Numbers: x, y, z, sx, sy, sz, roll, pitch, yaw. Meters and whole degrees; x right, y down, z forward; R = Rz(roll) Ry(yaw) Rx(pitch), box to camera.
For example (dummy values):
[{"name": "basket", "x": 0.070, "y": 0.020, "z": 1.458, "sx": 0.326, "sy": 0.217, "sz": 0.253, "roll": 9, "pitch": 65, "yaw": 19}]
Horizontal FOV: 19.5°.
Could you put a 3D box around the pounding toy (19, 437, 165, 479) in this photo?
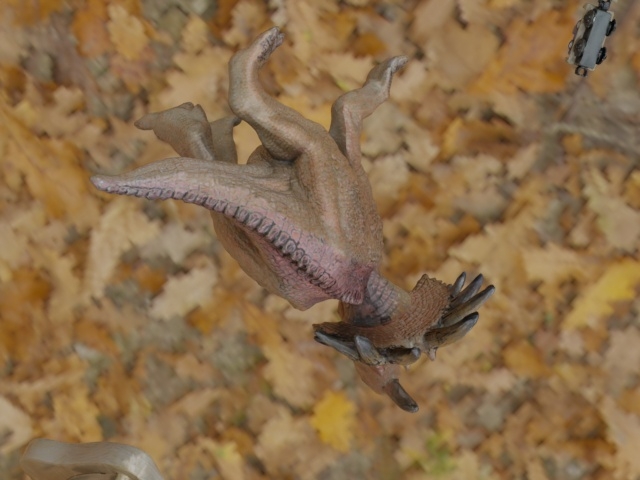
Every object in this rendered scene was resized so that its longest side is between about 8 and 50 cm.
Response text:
[{"name": "pounding toy", "x": -0.093, "y": 0.237, "z": 1.034, "sx": 0.155, "sy": 0.154, "sz": 0.269, "roll": -64, "pitch": 147, "yaw": -26}]

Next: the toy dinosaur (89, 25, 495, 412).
[{"name": "toy dinosaur", "x": 0.000, "y": 0.000, "z": 1.055, "sx": 0.127, "sy": 0.200, "sz": 0.295, "roll": -26, "pitch": 167, "yaw": 22}]

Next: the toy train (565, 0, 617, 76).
[{"name": "toy train", "x": 0.213, "y": -0.197, "z": 1.366, "sx": 0.027, "sy": 0.036, "sz": 0.158, "roll": 16, "pitch": 96, "yaw": -18}]
